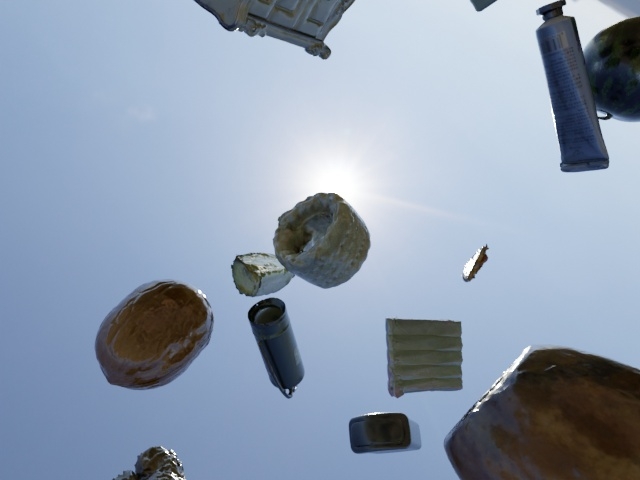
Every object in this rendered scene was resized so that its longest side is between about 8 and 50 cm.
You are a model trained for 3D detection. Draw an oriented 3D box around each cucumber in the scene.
[{"bbox_3d":[-0.192,0.116,1.825,0.145,0.105,0.325,38,-163,17],"label":"cucumber"}]

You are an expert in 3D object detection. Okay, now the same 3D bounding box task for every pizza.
[{"bbox_3d":[0.360,0.070,1.234,0.029,0.100,0.099,30,-137,5],"label":"pizza"}]

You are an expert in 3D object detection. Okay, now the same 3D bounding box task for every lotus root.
[{"bbox_3d":[0.325,0.263,0.713,0.250,0.316,0.316,33,-147,16],"label":"lotus root"}]

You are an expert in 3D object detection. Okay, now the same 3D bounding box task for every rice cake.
[{"bbox_3d":[0.231,0.255,1.174,0.198,0.189,0.037,-3,-178,-25],"label":"rice cake"}]

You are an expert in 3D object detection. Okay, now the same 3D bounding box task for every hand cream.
[{"bbox_3d":[0.370,-0.225,0.795,0.055,0.088,0.255,-23,-77,-26],"label":"hand cream"}]

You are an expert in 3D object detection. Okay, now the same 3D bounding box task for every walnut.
[{"bbox_3d":[-0.276,0.157,0.884,0.167,0.167,0.207,38,-123,7],"label":"walnut"}]

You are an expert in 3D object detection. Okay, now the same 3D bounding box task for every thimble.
[{"bbox_3d":[0.000,0.000,1.707,0.195,0.292,0.291,42,-157,-40],"label":"thimble"}]

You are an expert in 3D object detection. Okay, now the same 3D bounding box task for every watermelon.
[{"bbox_3d":[0.777,-0.415,1.292,0.269,0.269,0.268,22,-144,-17],"label":"watermelon"}]

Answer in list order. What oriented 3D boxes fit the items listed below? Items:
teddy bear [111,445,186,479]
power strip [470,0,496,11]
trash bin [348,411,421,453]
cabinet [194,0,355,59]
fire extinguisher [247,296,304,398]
[{"bbox_3d":[-0.292,0.487,0.824,0.256,0.156,0.267,-33,-114,-24],"label":"teddy bear"},{"bbox_3d":[0.375,-0.666,1.192,0.224,0.140,0.139,52,-123,-15],"label":"power strip"},{"bbox_3d":[0.188,0.562,1.525,0.236,0.177,0.101,46,-147,-58],"label":"trash bin"},{"bbox_3d":[-0.062,-0.539,0.989,0.227,0.289,0.318,46,-152,21],"label":"cabinet"},{"bbox_3d":[-0.094,0.276,1.246,0.093,0.294,0.118,-7,-147,9],"label":"fire extinguisher"}]
